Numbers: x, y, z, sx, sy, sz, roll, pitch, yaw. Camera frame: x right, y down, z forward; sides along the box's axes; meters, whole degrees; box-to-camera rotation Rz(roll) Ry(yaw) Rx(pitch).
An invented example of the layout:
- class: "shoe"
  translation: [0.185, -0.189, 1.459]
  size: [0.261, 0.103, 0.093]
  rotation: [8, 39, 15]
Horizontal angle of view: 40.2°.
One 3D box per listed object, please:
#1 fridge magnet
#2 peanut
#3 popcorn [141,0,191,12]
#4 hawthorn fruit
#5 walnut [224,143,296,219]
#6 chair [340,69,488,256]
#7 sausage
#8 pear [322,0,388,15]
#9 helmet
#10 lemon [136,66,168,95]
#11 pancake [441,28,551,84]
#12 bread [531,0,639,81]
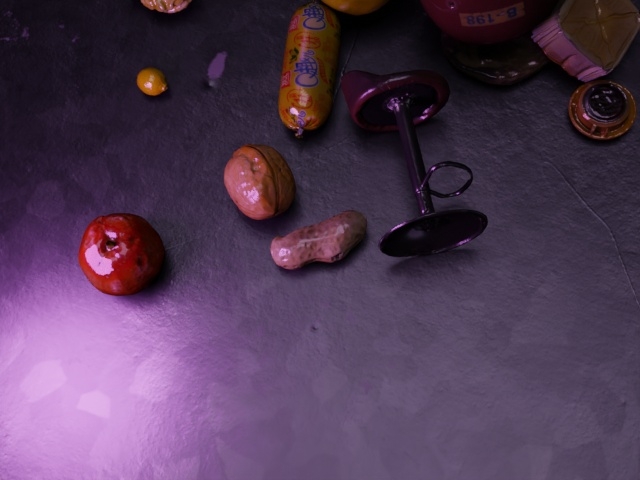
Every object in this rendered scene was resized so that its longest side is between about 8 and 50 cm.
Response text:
- class: "fridge magnet"
  translation: [0.609, -0.285, 1.885]
  size: [0.143, 0.063, 0.143]
  rotation: [-2, 72, 7]
- class: "peanut"
  translation: [0.000, 0.000, 1.827]
  size: [0.214, 0.099, 0.100]
  rotation: [-14, 69, -2]
- class: "popcorn"
  translation: [-0.394, -0.623, 2.077]
  size: [0.195, 0.173, 0.169]
  rotation: [-4, 96, -4]
- class: "hawthorn fruit"
  translation: [-0.419, 0.022, 1.803]
  size: [0.179, 0.200, 0.179]
  rotation: [-2, 75, 7]
- class: "walnut"
  translation: [-0.128, -0.127, 1.865]
  size: [0.144, 0.144, 0.180]
  rotation: [-35, 67, -7]
- class: "chair"
  translation: [0.185, -0.188, 1.808]
  size: [0.226, 0.226, 0.401]
  rotation: [-13, 68, 1]
- class: "sausage"
  translation: [-0.023, -0.391, 1.957]
  size: [0.123, 0.123, 0.347]
  rotation: [4, 71, 7]
- class: "pear"
  translation: [0.097, -0.651, 1.977]
  size: [0.253, 0.253, 0.307]
  rotation: [35, 53, 17]
- class: "helmet"
  translation: [0.377, -0.543, 1.856]
  size: [0.384, 0.230, 0.338]
  rotation: [-9, 43, 13]
- class: "lemon"
  translation: [-0.387, -0.366, 2.017]
  size: [0.083, 0.062, 0.062]
  rotation: [26, 74, 14]
- class: "pancake"
  translation: [0.415, -0.474, 1.984]
  size: [0.294, 0.049, 0.295]
  rotation: [-2, 66, 4]
- class: "bread"
  translation: [0.579, -0.464, 1.904]
  size: [0.192, 0.110, 0.210]
  rotation: [36, 69, -12]
